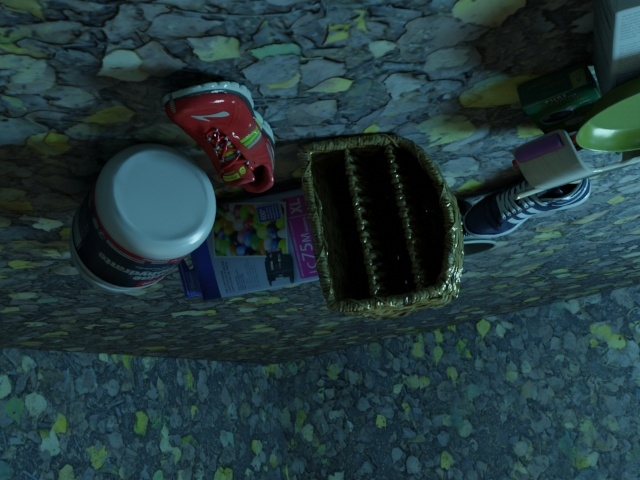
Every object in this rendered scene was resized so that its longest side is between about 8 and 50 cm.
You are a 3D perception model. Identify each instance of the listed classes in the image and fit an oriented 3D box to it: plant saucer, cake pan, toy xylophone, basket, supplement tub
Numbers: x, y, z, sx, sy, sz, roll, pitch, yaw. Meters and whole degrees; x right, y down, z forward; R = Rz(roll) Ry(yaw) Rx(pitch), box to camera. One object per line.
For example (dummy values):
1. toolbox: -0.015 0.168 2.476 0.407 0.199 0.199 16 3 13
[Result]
1. plant saucer: 0.476 -0.188 1.026 0.240 0.037 0.241 -8 165 -2
2. cake pan: 0.303 0.013 1.892 0.293 0.054 0.293 -9 169 -2
3. toy xylophone: 0.463 -0.150 1.278 0.322 0.081 0.236 -14 175 -39
4. basket: 0.117 -0.029 1.245 0.213 0.299 0.223 -16 163 22
5. supplement tub: -0.306 -0.027 1.228 0.191 0.191 0.272 1 161 -30

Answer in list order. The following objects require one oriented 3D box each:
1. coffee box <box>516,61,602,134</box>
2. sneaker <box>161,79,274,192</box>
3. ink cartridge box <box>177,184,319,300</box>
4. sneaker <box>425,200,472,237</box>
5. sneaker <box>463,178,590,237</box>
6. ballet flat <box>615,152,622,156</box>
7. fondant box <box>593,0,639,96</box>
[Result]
1. coffee box: 0.400 -0.223 1.197 0.113 0.041 0.184 -18 162 28
2. sneaker: -0.127 -0.140 1.062 0.107 0.118 0.279 -14 163 17
3. ink cartridge box: -0.149 0.010 1.449 0.311 0.186 0.065 -10 -169 11
4. sneaker: 0.217 -0.027 1.661 0.282 0.110 0.122 2 165 -31
5. sneaker: 0.432 -0.089 1.563 0.282 0.099 0.153 -20 166 15
6. ballet flat: 0.635 -0.180 1.476 0.114 0.041 0.041 4 160 -40
7. fondant box: 0.480 -0.283 0.934 0.238 0.096 0.330 -13 164 17
